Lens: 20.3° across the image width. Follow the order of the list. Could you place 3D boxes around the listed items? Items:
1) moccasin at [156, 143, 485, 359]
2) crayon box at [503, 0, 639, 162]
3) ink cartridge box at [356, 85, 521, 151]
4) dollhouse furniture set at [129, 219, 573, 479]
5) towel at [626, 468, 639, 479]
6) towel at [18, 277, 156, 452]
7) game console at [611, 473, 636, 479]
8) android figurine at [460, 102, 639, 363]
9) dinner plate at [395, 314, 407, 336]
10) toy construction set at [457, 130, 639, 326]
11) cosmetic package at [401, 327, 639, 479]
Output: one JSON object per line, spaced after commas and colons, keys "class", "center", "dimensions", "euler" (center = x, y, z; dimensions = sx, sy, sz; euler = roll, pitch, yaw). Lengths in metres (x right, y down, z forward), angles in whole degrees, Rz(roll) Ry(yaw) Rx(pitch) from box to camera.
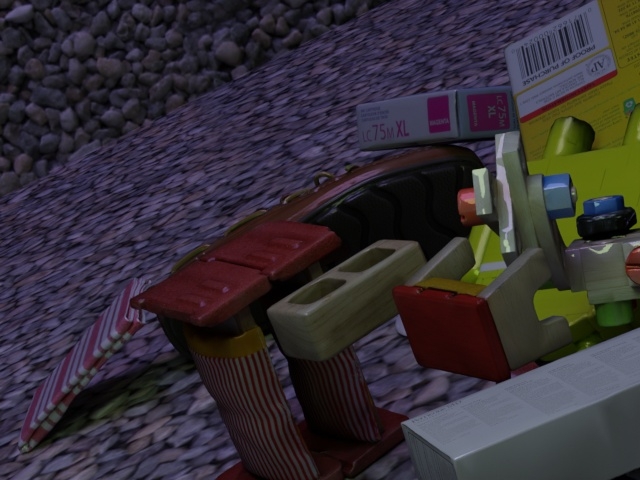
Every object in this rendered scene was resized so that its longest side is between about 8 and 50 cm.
{"class": "moccasin", "center": [0.002, 0.002, 1.910], "dimensions": [0.380, 0.139, 0.147], "euler": [-31, 24, 7]}
{"class": "crayon box", "center": [0.294, -0.100, 1.688], "dimensions": [0.202, 0.081, 0.318], "euler": [-26, 42, 23]}
{"class": "ink cartridge box", "center": [0.217, -0.141, 1.984], "dimensions": [0.311, 0.065, 0.186], "euler": [-4, 1, -33]}
{"class": "dollhouse furniture set", "center": [0.031, 0.113, 1.375], "dimensions": [0.152, 0.201, 0.374], "euler": [-32, 21, -27]}
{"class": "towel", "center": [0.391, 0.097, 1.163], "dimensions": [0.329, 0.037, 0.237], "euler": [-24, 14, -22]}
{"class": "towel", "center": [-0.247, 0.132, 1.889], "dimensions": [0.197, 0.029, 0.144], "euler": [-48, 11, 12]}
{"class": "game console", "center": [0.198, 0.165, 1.203], "dimensions": [0.071, 0.107, 0.122], "euler": [-52, 8, 17]}
{"class": "android figurine", "center": [0.228, 0.001, 1.549], "dimensions": [0.248, 0.056, 0.273], "euler": [-10, 48, 36]}
{"class": "dinner plate", "center": [0.136, 0.054, 1.743], "dimensions": [0.141, 0.017, 0.141], "euler": [-20, 17, 7]}
{"class": "toy construction set", "center": [0.267, 0.003, 1.325], "dimensions": [0.328, 0.151, 0.215], "euler": [7, 9, 13]}
{"class": "cosmetic package", "center": [0.183, 0.114, 1.178], "dimensions": [0.239, 0.060, 0.099], "euler": [-20, 16, -13]}
